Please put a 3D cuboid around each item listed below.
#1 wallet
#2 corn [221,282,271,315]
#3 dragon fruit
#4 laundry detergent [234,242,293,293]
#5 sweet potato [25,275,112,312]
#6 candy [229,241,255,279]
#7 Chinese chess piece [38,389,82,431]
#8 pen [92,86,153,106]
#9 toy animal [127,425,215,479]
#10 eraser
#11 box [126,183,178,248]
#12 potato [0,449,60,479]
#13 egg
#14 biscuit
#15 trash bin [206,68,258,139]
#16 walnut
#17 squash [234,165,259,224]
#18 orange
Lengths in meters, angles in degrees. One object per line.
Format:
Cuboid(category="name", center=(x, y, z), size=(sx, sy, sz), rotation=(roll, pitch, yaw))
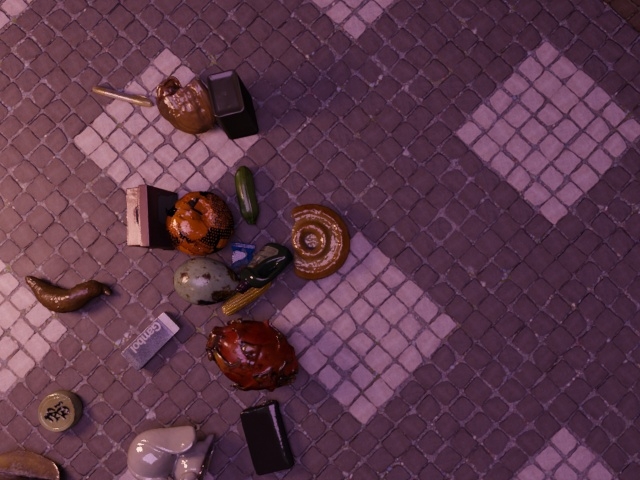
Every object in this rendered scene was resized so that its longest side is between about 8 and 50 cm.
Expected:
Cuboid(category="wallet", center=(-0.191, 0.695, 1.721), size=(0.149, 0.044, 0.249), rotation=(-18, 87, 4))
Cuboid(category="corn", center=(-0.263, 0.193, 1.741), size=(0.206, 0.067, 0.067), rotation=(-38, 87, -1))
Cuboid(category="dragon fruit", center=(-0.231, 0.388, 1.654), size=(0.316, 0.250, 0.249), rotation=(4, 86, -12))
Cuboid(category="laundry detergent", center=(-0.203, 0.105, 1.682), size=(0.145, 0.078, 0.221), rotation=(13, 49, 38))
Cuboid(category="sweet potato", center=(-0.910, 0.197, 1.739), size=(0.311, 0.098, 0.123), rotation=(3, 65, 3))
Cuboid(category="candy", center=(-0.289, 0.076, 1.765), size=(0.088, 0.038, 0.136), rotation=(9, 94, -12))
Cuboid(category="Chinese chess piece", center=(-0.926, 0.607, 1.731), size=(0.144, 0.058, 0.143), rotation=(0, 86, 0))
Cuboid(category="pen", center=(-0.735, -0.540, 1.813), size=(0.234, 0.032, 0.040), rotation=(16, 64, 2))
Cuboid(category="toy animal", center=(-0.507, 0.761, 1.656), size=(0.290, 0.174, 0.248), rotation=(-5, 86, 0))
Cuboid(category="eraser", center=(-0.603, 0.360, 1.746), size=(0.212, 0.046, 0.092), rotation=(-45, 87, -2))
Cuboid(category="box", center=(-0.580, -0.073, 1.692), size=(0.086, 0.215, 0.214), rotation=(-4, 87, 12))
Cuboid(category="potato", center=(-1.036, 0.815, 1.720), size=(0.262, 0.100, 0.120), rotation=(16, 126, -12))
Cuboid(category="egg", center=(-0.395, 0.143, 1.695), size=(0.232, 0.169, 0.168), rotation=(5, 87, -3))
Cuboid(category="biscuit", center=(0.000, 0.000, 1.736), size=(0.214, 0.091, 0.273), rotation=(-8, 84, 2))
Cuboid(category="trash bin", center=(-0.305, -0.467, 1.695), size=(0.123, 0.240, 0.163), rotation=(-13, 87, 1))
Cuboid(category="walnut", center=(-0.487, -0.466, 1.723), size=(0.238, 0.203, 0.141), rotation=(19, 43, 38))
Cuboid(category="squash", center=(-0.267, -0.164, 1.759), size=(0.068, 0.077, 0.218), rotation=(-11, 88, -3))
Cuboid(category="orange", center=(-0.418, -0.056, 1.695), size=(0.235, 0.182, 0.234), rotation=(7, 68, -18))
